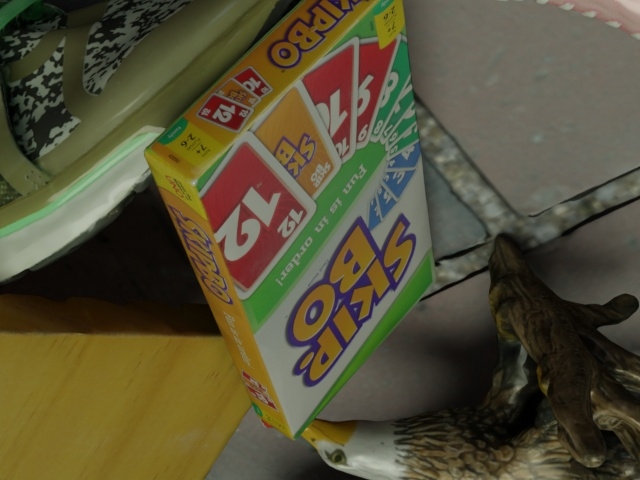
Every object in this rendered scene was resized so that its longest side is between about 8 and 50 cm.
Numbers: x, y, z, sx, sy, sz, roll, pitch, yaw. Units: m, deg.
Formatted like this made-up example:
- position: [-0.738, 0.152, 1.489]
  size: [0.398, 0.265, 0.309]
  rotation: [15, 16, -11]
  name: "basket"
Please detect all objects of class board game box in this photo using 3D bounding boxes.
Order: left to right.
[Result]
- position: [0.000, 0.000, 0.598]
  size: [0.039, 0.124, 0.259]
  rotation: [34, 159, 24]
  name: "board game box"

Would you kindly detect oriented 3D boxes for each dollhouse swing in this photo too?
- position: [-0.261, 0.118, 0.663]
  size: [0.347, 0.315, 0.305]
  rotation: [6, 107, -50]
  name: "dollhouse swing"

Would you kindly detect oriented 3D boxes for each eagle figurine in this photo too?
- position: [0.080, 0.156, 0.713]
  size: [0.225, 0.226, 0.298]
  rotation: [31, 119, 25]
  name: "eagle figurine"

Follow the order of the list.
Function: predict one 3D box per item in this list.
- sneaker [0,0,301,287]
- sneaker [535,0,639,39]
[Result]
- position: [-0.198, -0.068, 0.585]
  size: [0.410, 0.158, 0.182]
  rotation: [-24, 109, 19]
  name: "sneaker"
- position: [0.114, -0.119, 0.557]
  size: [0.070, 0.051, 0.134]
  rotation: [-30, 120, 31]
  name: "sneaker"
